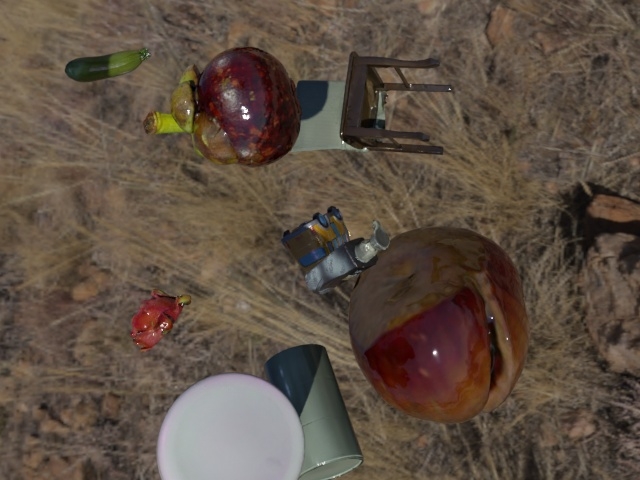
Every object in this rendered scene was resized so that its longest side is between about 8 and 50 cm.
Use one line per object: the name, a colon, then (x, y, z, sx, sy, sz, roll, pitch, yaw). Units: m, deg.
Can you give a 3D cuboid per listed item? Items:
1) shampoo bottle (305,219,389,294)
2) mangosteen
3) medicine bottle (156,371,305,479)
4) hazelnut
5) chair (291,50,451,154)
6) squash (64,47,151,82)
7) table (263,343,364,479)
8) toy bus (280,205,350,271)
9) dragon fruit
shampoo bottle: (0.048, 0.032, 1.244, 0.208, 0.057, 0.063, -36, 79, 49)
mangosteen: (-0.110, -0.148, 0.881, 0.181, 0.145, 0.156, -33, 32, 8)
medicine bottle: (-0.146, 0.323, 1.097, 0.316, 0.202, 0.202, 122, 139, -67)
hazelnut: (0.246, 0.164, 1.430, 0.359, 0.359, 0.409, -45, 27, 38)
chair: (0.064, -0.244, 1.315, 0.319, 0.186, 0.160, 7, 88, 19)
squash: (-0.424, -0.353, 1.442, 0.052, 0.183, 0.052, 28, 130, 39)
table: (-0.015, 0.312, 1.296, 0.126, 0.126, 0.220, -46, 52, 37)
toy bus: (0.000, 0.000, 1.903, 0.126, 0.209, 0.136, -30, 90, 25)
dragon fruit: (-0.299, 0.137, 1.275, 0.126, 0.068, 0.112, -34, 22, 44)
